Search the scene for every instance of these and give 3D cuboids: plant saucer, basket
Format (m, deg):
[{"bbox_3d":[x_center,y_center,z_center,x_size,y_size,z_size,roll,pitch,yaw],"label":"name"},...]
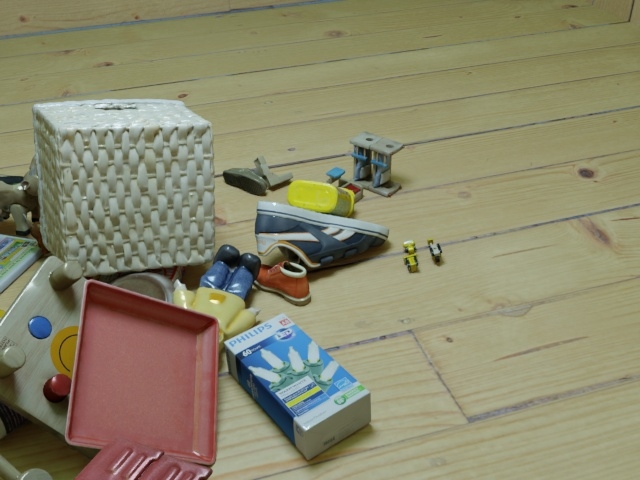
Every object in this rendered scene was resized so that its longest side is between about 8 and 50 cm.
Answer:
[{"bbox_3d":[-0.281,0.217,1.135,0.259,0.048,0.258,24,51,-39],"label":"plant saucer"},{"bbox_3d":[-0.367,0.135,1.395,0.199,0.036,0.198,-2,53,3],"label":"plant saucer"},{"bbox_3d":[-0.408,-0.112,1.491,0.329,0.331,0.266,-7,22,-26],"label":"basket"}]

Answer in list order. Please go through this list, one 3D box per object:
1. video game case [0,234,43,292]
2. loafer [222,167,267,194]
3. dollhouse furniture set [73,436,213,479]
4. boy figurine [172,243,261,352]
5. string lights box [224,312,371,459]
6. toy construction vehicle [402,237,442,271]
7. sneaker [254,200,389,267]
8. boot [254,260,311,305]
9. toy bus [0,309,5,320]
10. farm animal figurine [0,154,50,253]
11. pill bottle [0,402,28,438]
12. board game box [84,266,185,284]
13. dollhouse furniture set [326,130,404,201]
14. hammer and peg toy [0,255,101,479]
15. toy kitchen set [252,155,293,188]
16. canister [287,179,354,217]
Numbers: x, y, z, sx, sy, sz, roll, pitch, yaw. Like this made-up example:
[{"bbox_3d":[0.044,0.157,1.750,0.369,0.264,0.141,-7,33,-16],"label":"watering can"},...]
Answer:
[{"bbox_3d":[-0.755,0.054,1.600,0.194,0.023,0.212,8,34,15],"label":"video game case"},{"bbox_3d":[-0.192,-0.164,1.866,0.148,0.056,0.050,23,47,32],"label":"loafer"},{"bbox_3d":[-0.280,0.446,0.838,0.152,0.201,0.374,13,36,21],"label":"dollhouse furniture set"},{"bbox_3d":[-0.210,0.130,1.382,0.177,0.092,0.285,24,39,-2],"label":"boy figurine"},{"bbox_3d":[-0.045,0.244,1.235,0.133,0.076,0.260,-25,40,-28],"label":"string lights box"},{"bbox_3d":[0.225,0.032,1.582,0.086,0.035,0.098,-15,32,0],"label":"toy construction vehicle"},{"bbox_3d":[0.000,0.000,1.570,0.321,0.127,0.126,9,-2,-26],"label":"sneaker"},{"bbox_3d":[-0.086,0.069,1.492,0.158,0.084,0.059,21,42,32],"label":"boot"},{"bbox_3d":[-0.594,0.169,1.255,0.104,0.191,0.202,-31,16,36],"label":"toy bus"},{"bbox_3d":[-0.684,-0.118,1.690,0.327,0.172,0.330,-3,29,-5],"label":"farm animal figurine"},{"bbox_3d":[-0.531,0.266,1.198,0.108,0.108,0.193,24,41,33],"label":"pill bottle"},{"bbox_3d":[-0.401,0.091,1.508,0.194,0.045,0.146,2,34,5],"label":"board game box"},{"bbox_3d":[0.107,-0.170,1.794,0.129,0.129,0.184,23,40,32],"label":"dollhouse furniture set"},{"bbox_3d":[-0.419,0.219,1.122,0.127,0.266,0.361,-29,28,37],"label":"hammer and peg toy"},{"bbox_3d":[-0.132,-0.183,1.887,0.075,0.083,0.068,-24,-1,-30],"label":"toy kitchen set"},{"bbox_3d":[0.002,-0.097,1.668,0.126,0.073,0.170,9,1,15],"label":"canister"}]
